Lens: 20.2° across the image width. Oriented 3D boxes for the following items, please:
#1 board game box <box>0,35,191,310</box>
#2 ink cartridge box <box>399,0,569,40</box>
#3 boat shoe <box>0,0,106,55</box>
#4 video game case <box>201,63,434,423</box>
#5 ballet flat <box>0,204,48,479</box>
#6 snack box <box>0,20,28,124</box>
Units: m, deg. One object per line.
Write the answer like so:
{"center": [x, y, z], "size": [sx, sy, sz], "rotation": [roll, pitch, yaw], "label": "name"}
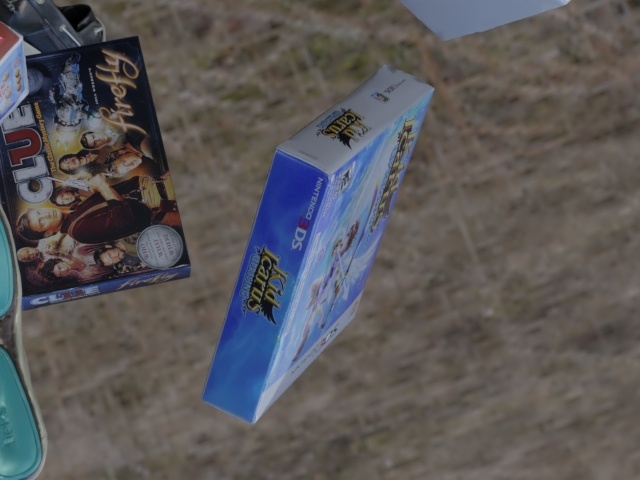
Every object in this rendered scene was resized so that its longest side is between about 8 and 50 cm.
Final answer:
{"center": [-0.230, -0.067, 1.731], "size": [0.165, 0.243, 0.042], "rotation": [-12, 163, -10], "label": "board game box"}
{"center": [0.128, -0.365, 1.761], "size": [0.270, 0.198, 0.197], "rotation": [38, 155, -25], "label": "ink cartridge box"}
{"center": [-0.258, -0.210, 1.924], "size": [0.079, 0.084, 0.233], "rotation": [-52, 139, 4], "label": "boat shoe"}
{"center": [0.000, 0.000, 1.643], "size": [0.244, 0.061, 0.269], "rotation": [-44, 156, -57], "label": "video game case"}
{"center": [-0.269, 0.073, 1.396], "size": [0.086, 0.248, 0.086], "rotation": [-9, 179, 0], "label": "ballet flat"}
{"center": [-0.232, -0.047, 1.049], "size": [0.178, 0.022, 0.064], "rotation": [-54, 168, -25], "label": "snack box"}
